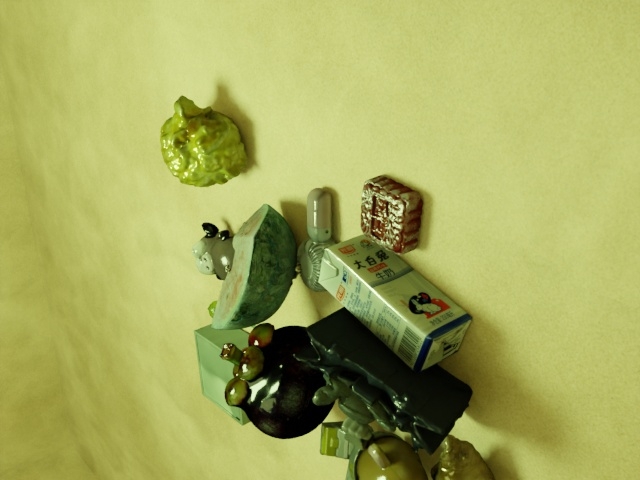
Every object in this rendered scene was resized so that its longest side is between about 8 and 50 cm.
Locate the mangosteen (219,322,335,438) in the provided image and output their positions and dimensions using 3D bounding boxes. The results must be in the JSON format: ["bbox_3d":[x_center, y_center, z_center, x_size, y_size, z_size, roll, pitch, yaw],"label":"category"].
[{"bbox_3d":[-0.102,0.325,1.768,0.302,0.274,0.275,29,146,-15],"label":"mangosteen"}]

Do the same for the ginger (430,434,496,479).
[{"bbox_3d":[0.294,0.502,1.500,0.219,0.123,0.269,-156,57,-66],"label":"ginger"}]

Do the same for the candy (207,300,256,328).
[{"bbox_3d":[-0.257,0.226,2.158,0.194,0.062,0.058,19,78,37],"label":"candy"}]

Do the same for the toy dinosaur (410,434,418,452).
[{"bbox_3d":[0.207,0.322,1.580,0.188,0.075,0.247,-30,80,40],"label":"toy dinosaur"}]

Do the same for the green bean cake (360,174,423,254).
[{"bbox_3d":[0.138,-0.051,1.483,0.136,0.056,0.135,30,131,41],"label":"green bean cake"}]

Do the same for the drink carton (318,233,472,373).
[{"bbox_3d":[0.142,0.119,1.501,0.315,0.131,0.106,40,133,33],"label":"drink carton"}]

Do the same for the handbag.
[{"bbox_3d":[0.117,0.275,1.437,0.326,0.269,0.118,33,109,19],"label":"handbag"}]

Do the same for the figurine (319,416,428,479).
[{"bbox_3d":[0.135,0.510,1.639,0.343,0.167,0.285,33,169,-27],"label":"figurine"}]

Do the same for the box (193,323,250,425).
[{"bbox_3d":[-0.254,0.379,2.164,0.225,0.118,0.224,22,123,47],"label":"box"}]

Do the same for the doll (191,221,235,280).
[{"bbox_3d":[-0.254,0.050,1.998,0.257,0.117,0.181,17,126,45],"label":"doll"}]

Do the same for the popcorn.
[{"bbox_3d":[-0.295,-0.243,1.850,0.235,0.181,0.216,29,127,33],"label":"popcorn"}]

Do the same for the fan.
[{"bbox_3d":[0.000,0.000,1.684,0.130,0.074,0.244,32,126,55],"label":"fan"}]

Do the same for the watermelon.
[{"bbox_3d":[-0.120,0.077,1.731,0.188,0.175,0.321,11,87,66],"label":"watermelon"}]
